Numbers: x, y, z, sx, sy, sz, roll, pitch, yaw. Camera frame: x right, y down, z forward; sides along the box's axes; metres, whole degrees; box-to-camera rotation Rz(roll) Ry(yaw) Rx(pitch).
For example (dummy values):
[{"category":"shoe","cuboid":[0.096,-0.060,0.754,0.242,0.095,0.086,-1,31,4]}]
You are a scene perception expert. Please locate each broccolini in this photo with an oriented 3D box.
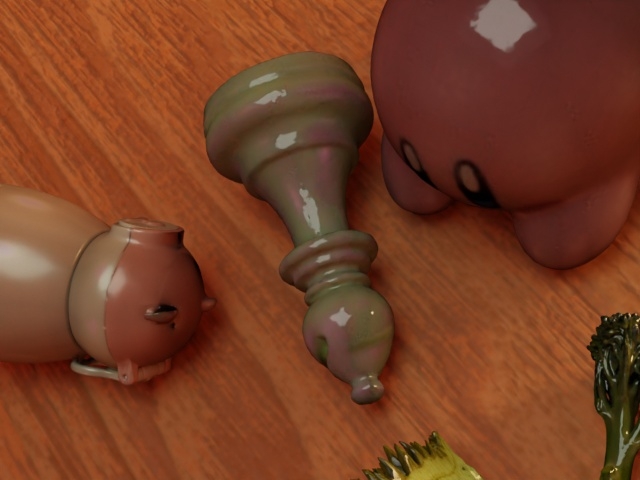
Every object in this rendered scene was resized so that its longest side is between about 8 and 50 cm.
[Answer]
[{"category":"broccolini","cuboid":[0.191,0.154,0.899,0.058,0.067,0.216,6,74,32]}]

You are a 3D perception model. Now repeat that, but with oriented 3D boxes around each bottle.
[{"category":"bottle","cuboid":[-0.202,0.037,1.099,0.236,0.147,0.147,9,67,21]}]

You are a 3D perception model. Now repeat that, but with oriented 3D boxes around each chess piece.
[{"category":"chess piece","cuboid":[0.000,0.000,1.042,0.139,0.139,0.271,-22,66,13]}]

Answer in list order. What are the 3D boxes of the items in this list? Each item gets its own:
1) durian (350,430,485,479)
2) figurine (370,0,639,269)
[{"category":"durian","cuboid":[0.065,0.307,0.821,0.163,0.198,0.394,-43,52,36]},{"category":"figurine","cuboid":[0.151,-0.143,0.983,0.270,0.211,0.261,26,77,34]}]
